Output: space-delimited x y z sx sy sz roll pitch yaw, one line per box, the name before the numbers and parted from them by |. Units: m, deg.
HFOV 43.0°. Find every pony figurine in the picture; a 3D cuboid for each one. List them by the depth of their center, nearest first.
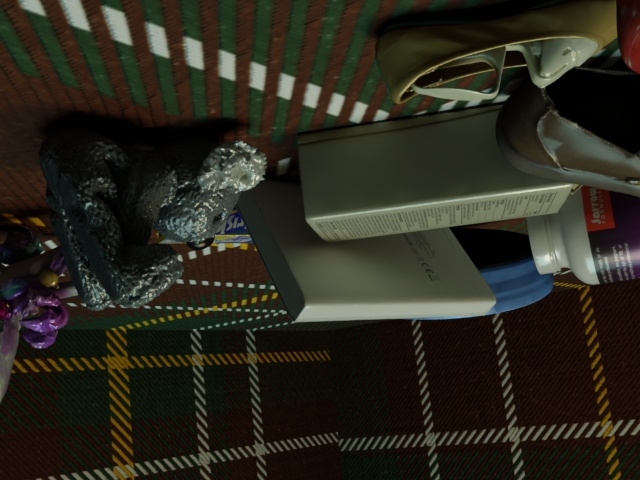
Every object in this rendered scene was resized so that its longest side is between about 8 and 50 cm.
pony figurine | -0.436 0.072 1.190 0.364 0.302 0.351 -19 -179 -15

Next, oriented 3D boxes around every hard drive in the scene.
hard drive | 0.068 0.013 1.171 0.353 0.233 0.047 3 135 -38

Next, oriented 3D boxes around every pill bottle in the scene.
pill bottle | 0.490 -0.033 1.248 0.323 0.181 0.181 -11 168 21

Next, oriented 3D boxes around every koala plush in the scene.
koala plush | -0.180 -0.053 0.917 0.221 0.203 0.196 -24 -172 -29

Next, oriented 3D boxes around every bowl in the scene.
bowl | 0.216 0.047 1.459 0.391 0.077 0.391 -4 -168 1

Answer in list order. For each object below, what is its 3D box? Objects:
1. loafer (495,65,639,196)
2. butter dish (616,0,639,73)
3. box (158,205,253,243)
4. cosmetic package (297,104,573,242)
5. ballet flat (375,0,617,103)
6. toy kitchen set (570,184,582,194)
loafer | 0.369 -0.106 0.828 0.366 0.133 0.130 5 163 5
butter dish | 0.243 -0.178 0.552 0.118 0.160 0.160 15 176 17
box | -0.165 -0.026 1.269 0.169 0.054 0.059 -1 168 -27
cosmetic package | 0.139 -0.080 1.007 0.310 0.113 0.160 -8 169 7
ballet flat | 0.166 -0.161 0.710 0.232 0.073 0.080 -8 169 7
toy kitchen set | 0.349 -0.124 1.128 0.083 0.075 0.068 -36 143 -30
